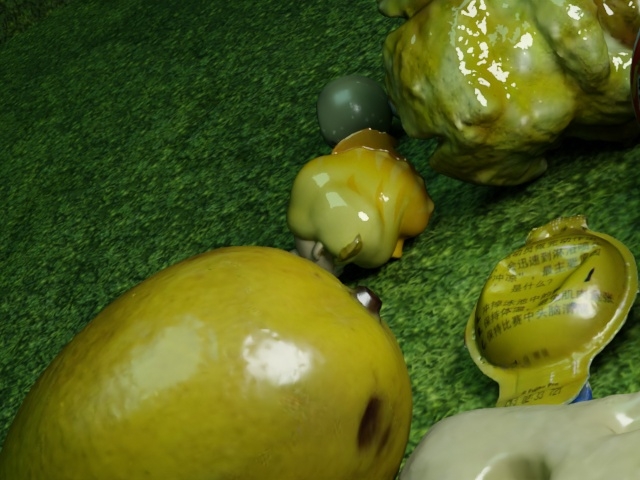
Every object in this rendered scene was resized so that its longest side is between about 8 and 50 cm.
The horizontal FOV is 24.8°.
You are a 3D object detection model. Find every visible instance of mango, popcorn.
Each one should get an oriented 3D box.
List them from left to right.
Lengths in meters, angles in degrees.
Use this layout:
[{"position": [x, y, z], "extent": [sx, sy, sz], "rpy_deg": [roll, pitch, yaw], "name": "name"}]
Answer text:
[{"position": [-0.109, 0.185, 1.042], "extent": [0.301, 0.220, 0.445], "rpy_deg": [-14, -30, -50], "name": "mango"}, {"position": [0.191, -0.171, 1.361], "extent": [0.276, 0.225, 0.276], "rpy_deg": [-31, 27, 18], "name": "popcorn"}]

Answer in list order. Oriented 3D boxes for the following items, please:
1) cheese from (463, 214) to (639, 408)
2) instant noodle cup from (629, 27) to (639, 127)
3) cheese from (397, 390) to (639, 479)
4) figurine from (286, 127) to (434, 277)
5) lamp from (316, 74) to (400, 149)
[{"position": [0.176, 0.080, 1.134], "extent": [0.156, 0.064, 0.250], "rpy_deg": [-19, 39, 32], "name": "cheese"}, {"position": [0.350, -0.108, 1.053], "extent": [0.264, 0.264, 0.200], "rpy_deg": [-31, 16, 7], "name": "instant noodle cup"}, {"position": [0.230, 0.149, 0.870], "extent": [0.328, 0.130, 0.351], "rpy_deg": [-37, 27, 0], "name": "cheese"}, {"position": [0.000, 0.000, 1.434], "extent": [0.246, 0.131, 0.156], "rpy_deg": [-43, 9, 7], "name": "figurine"}, {"position": [0.078, -0.152, 1.642], "extent": [0.163, 0.091, 0.091], "rpy_deg": [-13, 30, 12], "name": "lamp"}]
